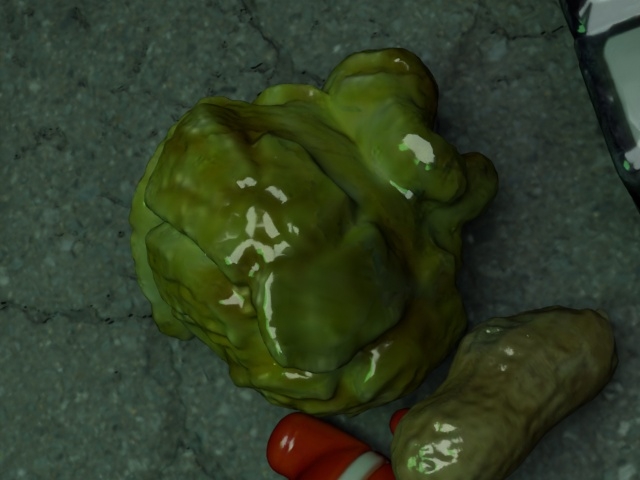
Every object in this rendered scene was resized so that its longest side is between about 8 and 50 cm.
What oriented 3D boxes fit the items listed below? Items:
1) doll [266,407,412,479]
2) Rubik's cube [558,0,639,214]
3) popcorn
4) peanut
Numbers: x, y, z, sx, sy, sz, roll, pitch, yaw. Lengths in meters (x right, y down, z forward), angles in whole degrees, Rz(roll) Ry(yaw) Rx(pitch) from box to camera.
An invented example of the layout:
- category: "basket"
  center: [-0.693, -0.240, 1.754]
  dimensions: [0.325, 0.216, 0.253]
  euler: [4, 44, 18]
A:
- category: "doll"
  center: [0.090, 0.243, 1.183]
  dimensions: [0.336, 0.105, 0.200]
  euler: [23, 83, 28]
- category: "Rubik's cube"
  center: [0.312, -0.188, 1.093]
  dimensions: [0.303, 0.305, 0.301]
  euler: [-19, 73, 11]
- category: "popcorn"
  center: [0.006, -0.002, 1.197]
  dimensions: [0.225, 0.276, 0.276]
  euler: [8, 79, 57]
- category: "peanut"
  center: [0.128, 0.115, 1.163]
  dimensions: [0.099, 0.099, 0.214]
  euler: [34, 60, 20]
